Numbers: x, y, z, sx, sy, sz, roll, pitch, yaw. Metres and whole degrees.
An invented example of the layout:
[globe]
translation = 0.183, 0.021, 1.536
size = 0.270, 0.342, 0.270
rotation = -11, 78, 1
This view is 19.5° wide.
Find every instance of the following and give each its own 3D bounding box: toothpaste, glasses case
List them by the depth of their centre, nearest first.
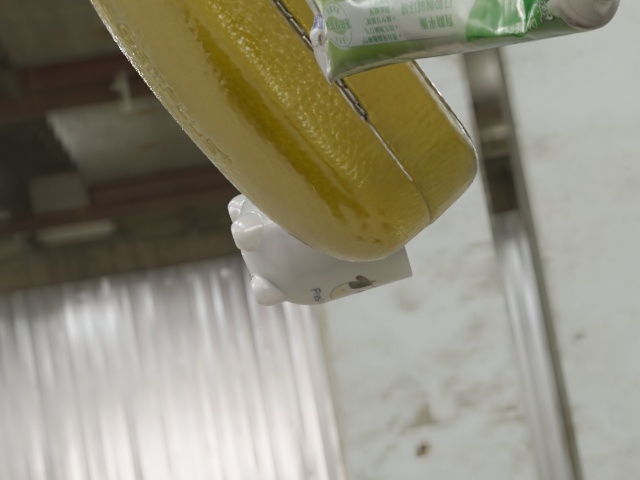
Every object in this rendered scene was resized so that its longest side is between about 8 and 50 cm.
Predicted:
[toothpaste]
translation = 0.071, -0.126, 0.958
size = 0.047, 0.078, 0.248
rotation = -26, 15, -37
[glasses case]
translation = -0.054, -0.145, 1.336
size = 0.141, 0.371, 0.173
rotation = -41, 12, -13

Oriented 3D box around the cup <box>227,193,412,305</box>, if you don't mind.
[cup]
translation = -0.004, -0.011, 1.692
size = 0.142, 0.134, 0.173
rotation = -19, 6, 1
